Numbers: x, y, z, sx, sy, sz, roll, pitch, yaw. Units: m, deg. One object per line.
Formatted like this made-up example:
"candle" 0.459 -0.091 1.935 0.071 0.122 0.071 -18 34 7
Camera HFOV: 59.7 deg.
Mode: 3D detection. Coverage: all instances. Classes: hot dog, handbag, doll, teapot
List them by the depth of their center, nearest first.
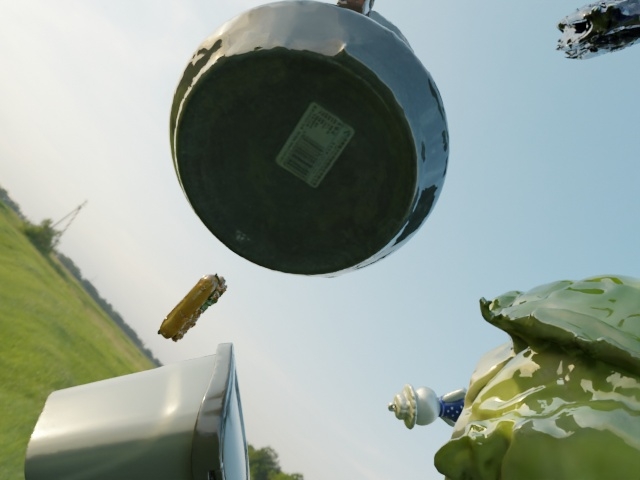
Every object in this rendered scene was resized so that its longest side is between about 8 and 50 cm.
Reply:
"teapot" 0.008 -0.155 0.595 0.253 0.344 0.300 13 -61 3
"handbag" 0.584 -0.439 1.146 0.260 0.162 0.113 -65 143 -73
"hot dog" -0.264 0.142 1.152 0.055 0.188 0.072 43 7 9
"doll" 0.320 0.440 1.472 0.119 0.293 0.138 -98 -168 -54

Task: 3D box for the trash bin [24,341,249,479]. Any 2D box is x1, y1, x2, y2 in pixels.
"trash bin" -0.228 0.278 0.745 0.219 0.250 0.219 -119 -157 -68

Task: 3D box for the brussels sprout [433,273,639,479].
"brussels sprout" 0.344 0.265 0.637 0.361 0.342 0.425 11 -67 29

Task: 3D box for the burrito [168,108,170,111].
"burrito" -0.132 -0.105 0.775 0.226 0.087 0.060 79 -7 -53
